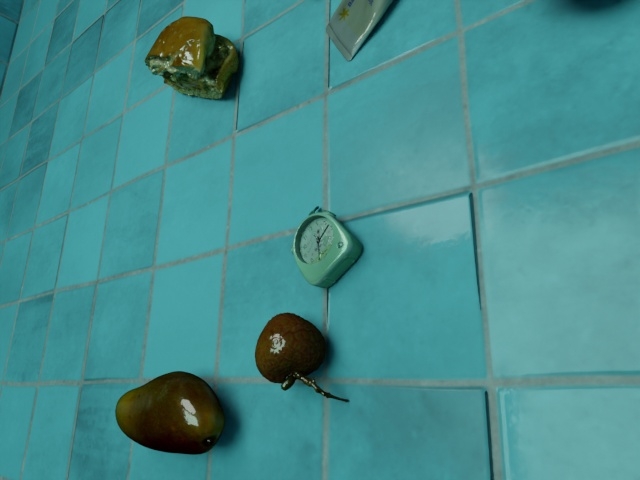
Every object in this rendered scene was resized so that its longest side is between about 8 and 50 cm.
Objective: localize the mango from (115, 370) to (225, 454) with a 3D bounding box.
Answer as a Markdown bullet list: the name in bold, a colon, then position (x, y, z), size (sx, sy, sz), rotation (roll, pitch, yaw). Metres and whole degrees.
- **mango**: position (-0.261, 0.298, 0.836), size (0.267, 0.111, 0.134), rotation (-10, 85, 36)

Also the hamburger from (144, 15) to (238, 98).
- **hamburger**: position (-0.296, -0.423, 1.080), size (0.282, 0.143, 0.157), rotation (23, 91, 44)

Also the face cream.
- **face cream**: position (0.090, -0.431, 0.821), size (0.224, 0.070, 0.114), rotation (-48, 51, 29)

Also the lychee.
- **lychee**: position (-0.037, 0.165, 0.700), size (0.140, 0.114, 0.101), rotation (-136, 43, -58)

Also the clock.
- **clock**: position (0.000, 0.000, 0.763), size (0.101, 0.041, 0.135), rotation (-47, 51, 19)
